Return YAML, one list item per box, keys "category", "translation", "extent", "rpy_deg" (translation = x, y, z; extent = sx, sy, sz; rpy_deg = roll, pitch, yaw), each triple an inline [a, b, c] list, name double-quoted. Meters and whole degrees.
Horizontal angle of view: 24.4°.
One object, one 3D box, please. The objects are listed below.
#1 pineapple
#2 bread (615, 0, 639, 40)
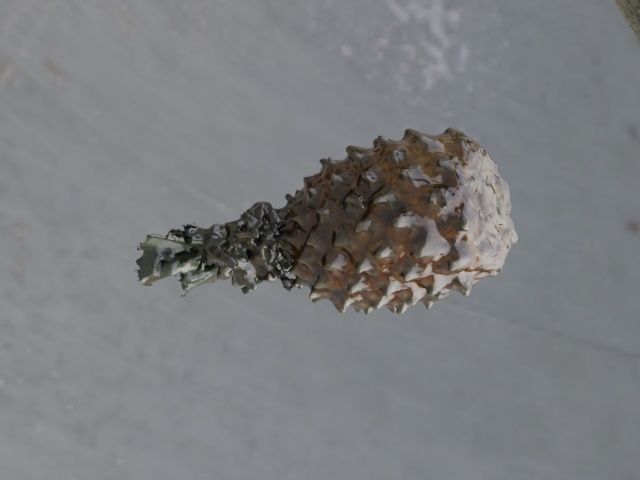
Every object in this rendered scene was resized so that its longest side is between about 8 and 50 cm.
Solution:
- category: "pineapple"
  translation: [0.000, 0.000, 1.406]
  extent: [0.175, 0.361, 0.175]
  rpy_deg: [30, 54, -52]
- category: "bread"
  translation: [0.281, -0.183, 1.021]
  extent: [0.148, 0.141, 0.134]
  rpy_deg: [44, 17, -51]
